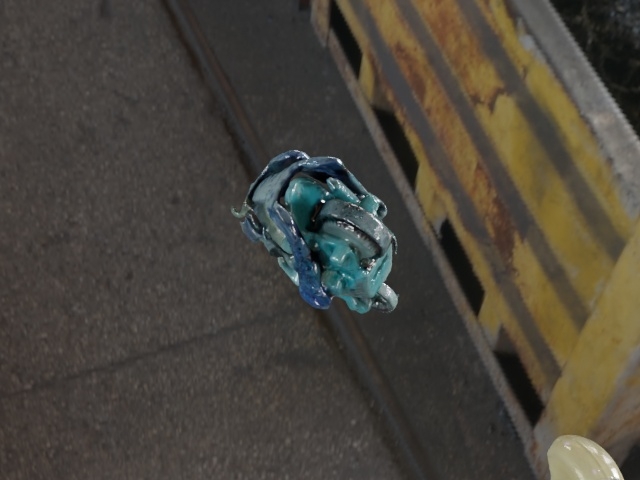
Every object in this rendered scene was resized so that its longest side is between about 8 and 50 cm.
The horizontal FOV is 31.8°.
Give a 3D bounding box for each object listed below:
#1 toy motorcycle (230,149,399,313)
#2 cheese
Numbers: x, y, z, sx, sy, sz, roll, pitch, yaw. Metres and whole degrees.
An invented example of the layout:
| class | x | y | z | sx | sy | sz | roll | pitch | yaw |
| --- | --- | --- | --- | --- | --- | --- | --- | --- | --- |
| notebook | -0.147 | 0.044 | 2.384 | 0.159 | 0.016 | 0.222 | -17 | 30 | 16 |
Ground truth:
| class | x | y | z | sx | sy | sz | roll | pitch | yaw |
| --- | --- | --- | --- | --- | --- | --- | --- | --- | --- |
| toy motorcycle | 0.000 | 0.000 | 1.360 | 0.206 | 0.260 | 0.154 | 24 | 69 | 15 |
| cheese | 0.392 | 0.370 | 1.563 | 0.071 | 0.163 | 0.249 | -14 | 17 | -17 |
